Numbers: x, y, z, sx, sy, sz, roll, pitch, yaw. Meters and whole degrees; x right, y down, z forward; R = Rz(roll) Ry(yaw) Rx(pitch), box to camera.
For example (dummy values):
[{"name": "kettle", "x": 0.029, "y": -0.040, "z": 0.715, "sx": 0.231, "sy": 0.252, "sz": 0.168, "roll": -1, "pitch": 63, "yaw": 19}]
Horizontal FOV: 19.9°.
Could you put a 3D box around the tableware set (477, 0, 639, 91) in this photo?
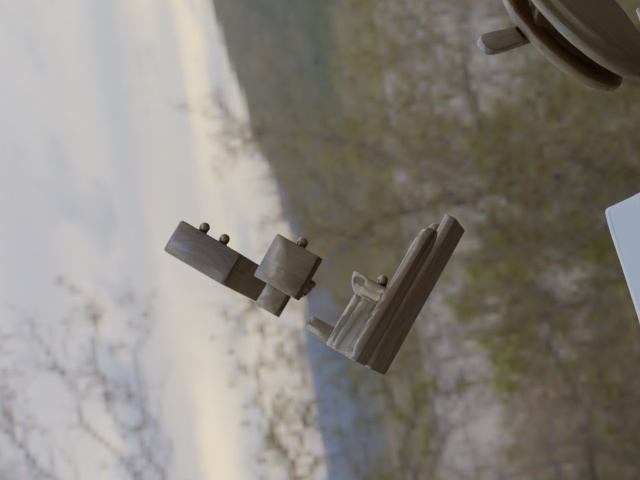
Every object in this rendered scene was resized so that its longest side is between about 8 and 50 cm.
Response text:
[{"name": "tableware set", "x": 0.113, "y": -0.134, "z": 0.916, "sx": 0.128, "sy": 0.039, "sz": 0.194, "roll": 29, "pitch": -149, "yaw": -24}]

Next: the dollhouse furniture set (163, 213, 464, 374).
[{"name": "dollhouse furniture set", "x": 0.000, "y": 0.000, "z": 1.294, "sx": 0.123, "sy": 0.151, "sz": 0.144, "roll": -60, "pitch": -14, "yaw": -2}]

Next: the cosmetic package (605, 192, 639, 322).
[{"name": "cosmetic package", "x": 0.380, "y": 0.017, "z": 1.608, "sx": 0.151, "sy": 0.184, "sz": 0.151, "roll": 19, "pitch": -129, "yaw": -51}]
